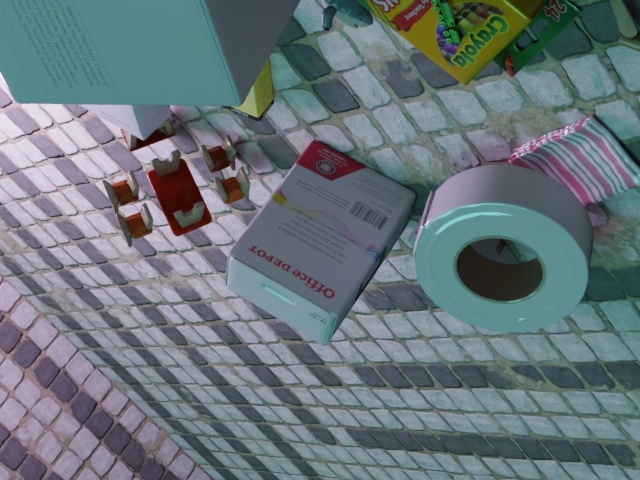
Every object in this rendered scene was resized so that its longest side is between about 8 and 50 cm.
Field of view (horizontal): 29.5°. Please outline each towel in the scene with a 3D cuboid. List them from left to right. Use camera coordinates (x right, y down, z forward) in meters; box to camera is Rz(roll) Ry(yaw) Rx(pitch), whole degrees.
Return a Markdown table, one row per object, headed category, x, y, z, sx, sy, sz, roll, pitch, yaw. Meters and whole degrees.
| category | x | y | z | sx | sy | sz | roll | pitch | yaw |
| --- | --- | --- | --- | --- | --- | --- | --- | --- | --- |
| towel | 0.400 | -0.111 | 1.891 | 0.144 | 0.029 | 0.197 | 42 | 150 | -15 |

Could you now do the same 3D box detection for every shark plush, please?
| category | x | y | z | sx | sy | sz | roll | pitch | yaw |
| --- | --- | --- | --- | --- | --- | --- | --- | --- | --- |
| shark plush | 0.029 | -0.399 | 1.859 | 0.067 | 0.073 | 0.161 | -6 | 113 | 24 |

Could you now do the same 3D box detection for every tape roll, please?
| category | x | y | z | sx | sy | sz | roll | pitch | yaw |
| --- | --- | --- | --- | --- | --- | --- | --- | --- | --- |
| tape roll | 0.295 | 0.016 | 1.974 | 0.286 | 0.100 | 0.286 | 10 | 134 | 10 |

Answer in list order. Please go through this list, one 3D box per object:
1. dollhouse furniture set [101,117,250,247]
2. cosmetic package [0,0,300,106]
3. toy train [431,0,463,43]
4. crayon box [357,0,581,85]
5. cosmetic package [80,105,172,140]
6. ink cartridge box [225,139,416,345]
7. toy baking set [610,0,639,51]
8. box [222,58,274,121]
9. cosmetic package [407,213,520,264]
| category | x | y | z | sx | sy | sz | roll | pitch | yaw |
| --- | --- | --- | --- | --- | --- | --- | --- | --- | --- |
| dollhouse furniture set | -0.299 | -0.131 | 2.397 | 0.135 | 0.262 | 0.259 | 99 | 148 | -69 |
| cosmetic package | -0.274 | -0.415 | 1.739 | 0.393 | 0.329 | 0.327 | 4 | 137 | 24 |
| toy train | 0.176 | -0.306 | 1.679 | 0.023 | 0.017 | 0.083 | 1 | 137 | 31 |
| crayon box | 0.181 | -0.350 | 1.710 | 0.318 | 0.081 | 0.202 | 37 | 151 | -4 |
| cosmetic package | -0.471 | -0.381 | 2.298 | 0.377 | 0.097 | 0.284 | 29 | 150 | 25 |
| ink cartridge box | 0.000 | 0.000 | 2.189 | 0.226 | 0.306 | 0.131 | 30 | 151 | 11 |
| toy baking set | 0.457 | -0.297 | 1.559 | 0.256 | 0.030 | 0.197 | 23 | 146 | 21 |
| box | -0.138 | -0.313 | 2.125 | 0.087 | 0.058 | 0.232 | 24 | 150 | 20 |
| cosmetic package | 0.268 | 0.035 | 2.161 | 0.085 | 0.117 | 0.231 | -4 | 134 | 48 |
